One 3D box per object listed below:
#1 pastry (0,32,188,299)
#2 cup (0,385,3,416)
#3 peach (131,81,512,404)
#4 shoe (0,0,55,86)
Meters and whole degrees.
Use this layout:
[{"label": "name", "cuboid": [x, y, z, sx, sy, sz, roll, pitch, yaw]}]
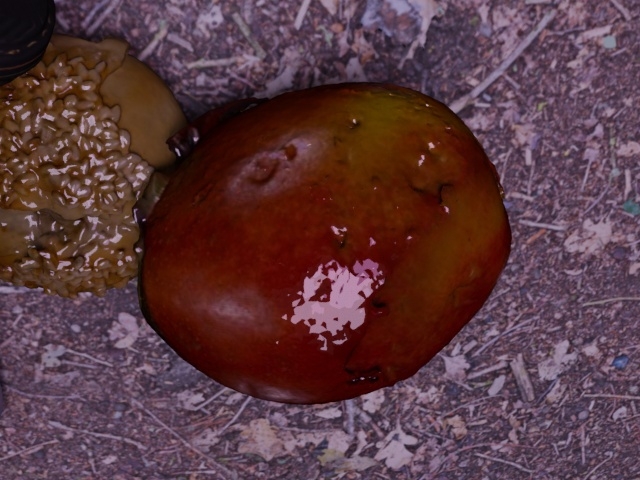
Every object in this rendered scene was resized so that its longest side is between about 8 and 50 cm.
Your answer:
[{"label": "pastry", "cuboid": [-0.286, -0.071, 0.741, 0.284, 0.184, 0.316, 4, 115, -15]}, {"label": "cup", "cuboid": [-0.563, 0.273, 0.765, 0.253, 0.372, 0.254, -2, 111, -6]}, {"label": "peach", "cuboid": [0.000, 0.000, 0.744, 0.416, 0.353, 0.339, -20, 117, -1]}, {"label": "shoe", "cuboid": [-0.453, -0.185, 0.585, 0.383, 0.172, 0.237, 1, 157, -27]}]
